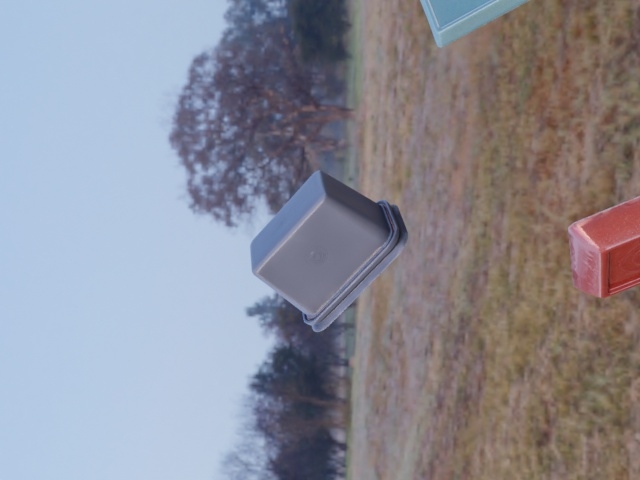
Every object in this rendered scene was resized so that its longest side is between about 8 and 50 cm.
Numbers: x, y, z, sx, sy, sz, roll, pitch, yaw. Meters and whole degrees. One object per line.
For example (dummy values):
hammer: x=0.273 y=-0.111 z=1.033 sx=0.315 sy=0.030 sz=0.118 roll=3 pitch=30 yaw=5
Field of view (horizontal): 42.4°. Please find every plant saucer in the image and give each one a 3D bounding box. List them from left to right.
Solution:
plant saucer: x=0.161 y=-0.221 z=0.627 sx=0.018 sy=0.192 sz=0.067 roll=7 pitch=-118 yaw=-60
plant saucer: x=0.491 y=-0.004 z=1.183 sx=0.258 sy=0.259 sz=0.048 roll=52 pitch=-163 yaw=-61

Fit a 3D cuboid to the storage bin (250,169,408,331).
storage bin: x=0.000 y=0.000 z=0.780 sx=0.135 sy=0.091 sz=0.098 roll=-45 pitch=27 yaw=20
